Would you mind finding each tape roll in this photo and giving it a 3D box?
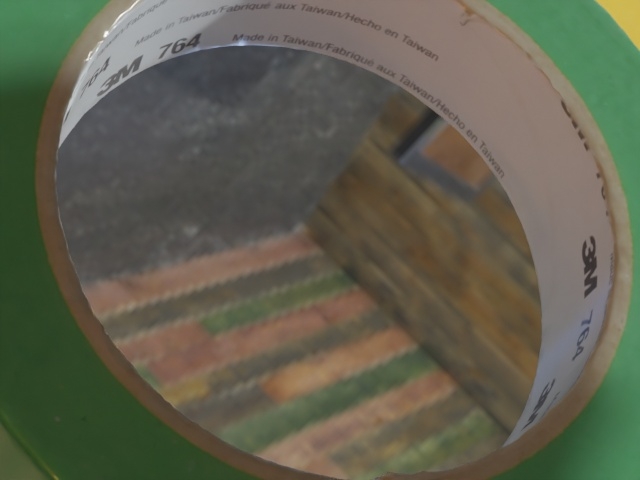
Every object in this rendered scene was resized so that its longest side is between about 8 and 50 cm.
[{"bbox_3d":[0.000,0.000,0.713,0.321,0.321,0.077,-36,169,-30],"label":"tape roll"}]
